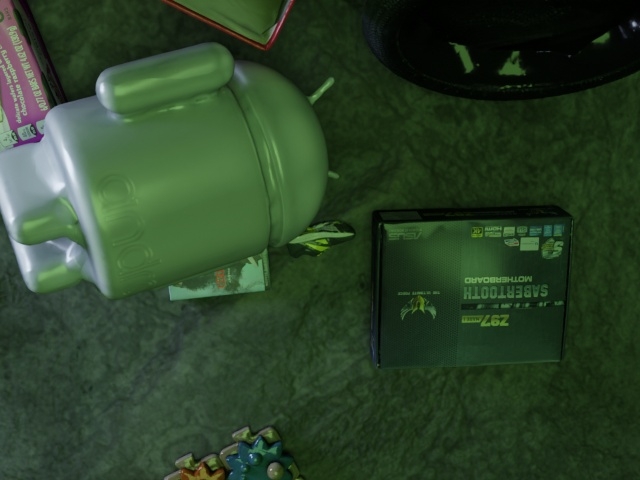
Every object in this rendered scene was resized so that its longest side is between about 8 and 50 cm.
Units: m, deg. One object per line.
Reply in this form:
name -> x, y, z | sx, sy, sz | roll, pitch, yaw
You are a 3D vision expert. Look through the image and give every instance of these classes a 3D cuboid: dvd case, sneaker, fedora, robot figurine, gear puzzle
dvd case -> -0.121, 0.023, 1.097 | 0.119, 0.013, 0.087 | -5, 106, -5
sneaker -> 0.000, 0.000, 1.097 | 0.083, 0.031, 0.035 | -5, 120, 0
fedora -> 0.210, -0.270, 0.957 | 0.333, 0.334, 0.153 | 5, 70, -7
robot figurine -> -0.142, -0.064, 0.953 | 0.353, 0.200, 0.300 | -19, 145, -17
gear puzzle -> -0.172, 0.369, 1.173 | 0.338, 0.044, 0.176 | -26, 107, 2

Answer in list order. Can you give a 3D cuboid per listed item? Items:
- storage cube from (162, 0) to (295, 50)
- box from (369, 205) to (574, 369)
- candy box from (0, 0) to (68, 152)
storage cube -> -0.082, -0.332, 0.878 | 0.214, 0.193, 0.184 | 25, 127, -11
box -> 0.176, 0.055, 1.113 | 0.232, 0.059, 0.184 | -1, 107, -5
candy box -> -0.400, -0.152, 0.988 | 0.233, 0.071, 0.159 | -19, 107, 0
